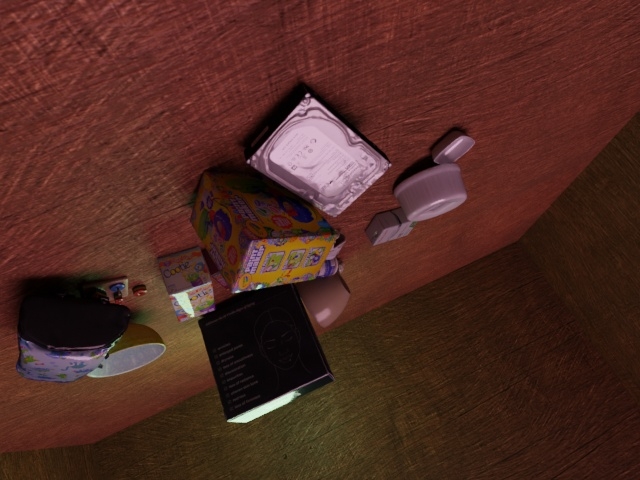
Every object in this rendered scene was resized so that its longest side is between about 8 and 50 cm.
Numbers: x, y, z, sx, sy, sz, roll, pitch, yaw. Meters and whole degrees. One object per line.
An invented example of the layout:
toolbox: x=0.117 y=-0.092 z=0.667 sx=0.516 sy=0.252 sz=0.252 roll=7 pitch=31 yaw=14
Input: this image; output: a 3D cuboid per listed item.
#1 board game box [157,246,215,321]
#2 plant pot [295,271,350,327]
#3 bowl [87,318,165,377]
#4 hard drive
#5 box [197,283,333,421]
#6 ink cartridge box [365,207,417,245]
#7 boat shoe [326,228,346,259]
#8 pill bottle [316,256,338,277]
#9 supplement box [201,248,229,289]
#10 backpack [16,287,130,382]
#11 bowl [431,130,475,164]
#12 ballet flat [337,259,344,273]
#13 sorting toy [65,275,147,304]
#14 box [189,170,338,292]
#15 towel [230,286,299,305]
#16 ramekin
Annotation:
board game box: x=-0.467 y=0.162 z=1.457 sx=0.144 sy=0.142 sz=0.275 roll=-18 pitch=156 yaw=-20
plant pot: x=0.034 y=0.254 z=2.011 sx=0.190 sy=0.284 sz=0.284 roll=-31 pitch=157 yaw=9
bowl: x=-0.776 y=0.402 z=1.617 sx=0.289 sy=0.156 sz=0.290 roll=-22 pitch=157 yaw=-10
hard drive: x=0.001 y=-0.217 z=1.092 sx=0.237 sy=0.064 sz=0.338 roll=-41 pitch=134 yaw=22
box: x=-0.248 y=0.515 z=1.920 sx=0.479 sy=0.472 sz=0.297 roll=-24 pitch=156 yaw=-3
ink cartridge box: x=0.329 y=-0.069 z=1.892 sx=0.208 sy=0.087 sz=0.153 roll=-16 pitch=155 yaw=-26
boat shoe: x=0.006 y=0.006 z=1.639 sx=0.156 sy=0.136 sz=0.367 roll=-49 pitch=158 yaw=23
pill bottle: x=-0.023 y=0.116 z=1.877 sx=0.186 sy=0.112 sz=0.112 roll=-6 pitch=150 yaw=-39
supplement box: x=-0.348 y=0.096 z=1.494 sx=0.080 sy=0.104 sz=0.188 roll=-25 pitch=157 yaw=-5
backpack: x=-0.798 y=0.307 z=1.282 sx=0.289 sy=0.274 sz=0.355 roll=16 pitch=160 yaw=-39
bowl: x=0.481 y=-0.345 z=1.513 sx=0.141 sy=0.053 sz=0.142 roll=1 pitch=145 yaw=-49
ballet flat: x=0.061 y=0.180 z=2.153 sx=0.077 sy=0.091 sz=0.241 roll=-41 pitch=175 yaw=-40
sorting toy: x=-0.715 y=0.184 z=1.360 sx=0.274 sy=0.046 sz=0.132 roll=-12 pitch=153 yaw=-31
box: x=-0.161 y=-0.034 z=1.134 sx=0.278 sy=0.290 sz=0.177 roll=-6 pitch=134 yaw=-42
towel: x=-0.271 y=0.306 z=2.115 sx=0.323 sy=0.056 sz=0.312 roll=-25 pitch=154 yaw=1
ramekin: x=0.444 y=-0.182 z=1.645 sx=0.276 sy=0.135 sz=0.277 roll=-17 pitch=167 yaw=-4
